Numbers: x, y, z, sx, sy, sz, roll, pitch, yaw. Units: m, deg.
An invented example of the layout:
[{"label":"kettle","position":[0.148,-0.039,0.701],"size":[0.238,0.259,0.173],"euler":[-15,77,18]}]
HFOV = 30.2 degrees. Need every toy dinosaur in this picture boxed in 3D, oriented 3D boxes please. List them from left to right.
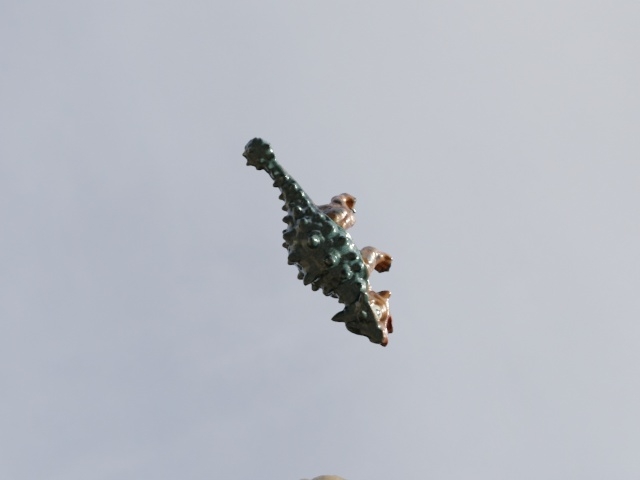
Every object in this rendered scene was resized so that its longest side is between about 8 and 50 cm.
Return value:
[{"label":"toy dinosaur","position":[0.000,0.000,0.733],"size":[0.049,0.055,0.154],"euler":[-41,-100,34]}]

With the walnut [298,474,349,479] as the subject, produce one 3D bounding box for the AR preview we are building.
[{"label":"walnut","position":[0.010,0.300,1.249],"size":[0.105,0.105,0.124],"euler":[-33,-54,24]}]
